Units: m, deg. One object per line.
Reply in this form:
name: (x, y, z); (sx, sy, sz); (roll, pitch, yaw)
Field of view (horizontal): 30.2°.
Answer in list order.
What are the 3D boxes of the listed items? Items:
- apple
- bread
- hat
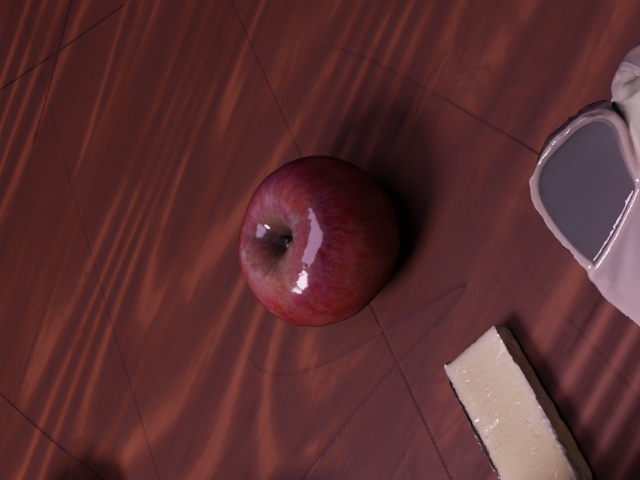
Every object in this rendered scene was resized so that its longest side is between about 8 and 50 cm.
apple: (0.000, 0.000, 1.053); (0.153, 0.120, 0.153); (-9, 78, 50)
bread: (0.155, 0.145, 0.945); (0.068, 0.028, 0.154); (-47, 54, 30)
hat: (0.266, -0.021, 0.779); (0.232, 0.161, 0.275); (-123, 33, -46)
